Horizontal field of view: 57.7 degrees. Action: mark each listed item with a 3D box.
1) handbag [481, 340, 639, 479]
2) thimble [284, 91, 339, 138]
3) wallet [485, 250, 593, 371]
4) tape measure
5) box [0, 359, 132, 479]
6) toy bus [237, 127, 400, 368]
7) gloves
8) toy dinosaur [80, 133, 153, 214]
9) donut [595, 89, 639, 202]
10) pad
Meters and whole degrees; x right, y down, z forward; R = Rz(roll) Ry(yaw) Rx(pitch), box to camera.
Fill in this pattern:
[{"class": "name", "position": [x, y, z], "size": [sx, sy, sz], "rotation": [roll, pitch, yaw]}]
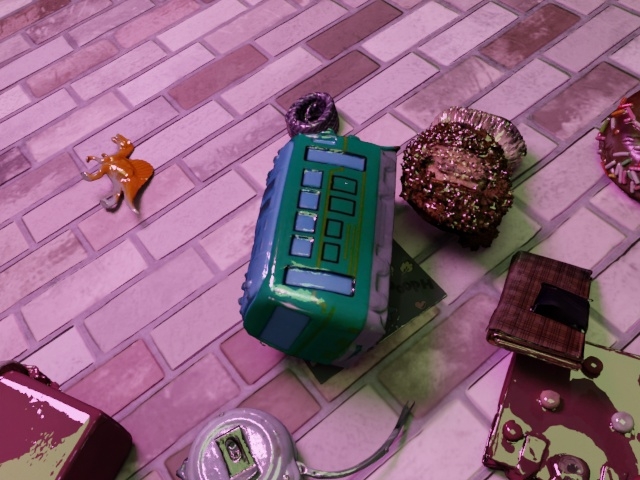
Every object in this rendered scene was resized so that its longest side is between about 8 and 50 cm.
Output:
[{"class": "handbag", "position": [0.334, 0.233, 0.750], "size": [0.203, 0.074, 0.216], "rotation": [16, 59, 22]}, {"class": "thimble", "position": [-0.012, -0.236, 1.130], "size": [0.104, 0.066, 0.095], "rotation": [-35, 55, -15]}, {"class": "wallet", "position": [0.314, 0.089, 0.815], "size": [0.124, 0.042, 0.230], "rotation": [15, 30, 20]}, {"class": "tape measure", "position": [-0.032, 0.264, 0.784], "size": [0.330, 0.084, 0.164], "rotation": [-30, 61, -9]}, {"class": "box", "position": [-0.387, 0.323, 0.744], "size": [0.167, 0.193, 0.294], "rotation": [15, 60, 13]}, {"class": "toy bus", "position": [0.000, 0.000, 0.868], "size": [0.199, 0.183, 0.343], "rotation": [15, 56, -10]}, {"class": "gloves", "position": [0.232, -0.103, 0.954], "size": [0.210, 0.135, 0.312], "rotation": [37, 46, 7]}, {"class": "toy dinosaur", "position": [-0.378, -0.123, 1.134], "size": [0.212, 0.057, 0.142], "rotation": [37, 49, 16]}, {"class": "donut", "position": [0.601, -0.162, 0.956], "size": [0.270, 0.103, 0.269], "rotation": [-4, 58, 7]}, {"class": "pad", "position": [0.054, 0.096, 0.932], "size": [0.245, 0.006, 0.170], "rotation": [-33, 57, -12]}]
